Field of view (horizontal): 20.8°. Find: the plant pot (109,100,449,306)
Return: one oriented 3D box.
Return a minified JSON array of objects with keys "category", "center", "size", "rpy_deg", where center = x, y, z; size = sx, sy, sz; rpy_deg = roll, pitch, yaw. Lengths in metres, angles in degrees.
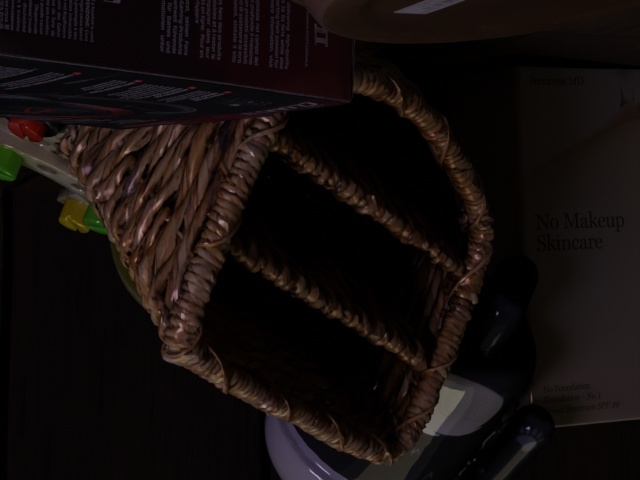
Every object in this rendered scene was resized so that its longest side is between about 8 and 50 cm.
[{"category":"plant pot","center":[0.000,0.000,1.650],"size":[0.367,0.366,0.353],"rpy_deg":[-1,166,37]}]

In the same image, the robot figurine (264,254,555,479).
[{"category":"robot figurine","center":[0.069,0.112,1.449],"size":[0.174,0.278,0.209],"rpy_deg":[3,-138,-42]}]

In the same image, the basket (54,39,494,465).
[{"category":"basket","center":[0.007,-0.012,1.216],"size":[0.213,0.223,0.299],"rpy_deg":[-42,140,11]}]

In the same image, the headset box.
[{"category":"headset box","center":[-0.137,-0.128,0.956],"size":[0.293,0.110,0.218],"rpy_deg":[3,176,-42]}]

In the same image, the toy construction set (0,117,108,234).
[{"category":"toy construction set","center":[-0.132,-0.090,1.385],"size":[0.328,0.151,0.215],"rpy_deg":[-9,148,31]}]

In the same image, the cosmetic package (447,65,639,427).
[{"category":"cosmetic package","center":[0.211,0.005,1.544],"size":[0.160,0.309,0.113],"rpy_deg":[-3,-179,-29]}]

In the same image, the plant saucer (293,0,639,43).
[{"category":"plant saucer","center":[0.111,-0.142,0.847],"size":[0.278,0.041,0.278],"rpy_deg":[-8,176,-1]}]
